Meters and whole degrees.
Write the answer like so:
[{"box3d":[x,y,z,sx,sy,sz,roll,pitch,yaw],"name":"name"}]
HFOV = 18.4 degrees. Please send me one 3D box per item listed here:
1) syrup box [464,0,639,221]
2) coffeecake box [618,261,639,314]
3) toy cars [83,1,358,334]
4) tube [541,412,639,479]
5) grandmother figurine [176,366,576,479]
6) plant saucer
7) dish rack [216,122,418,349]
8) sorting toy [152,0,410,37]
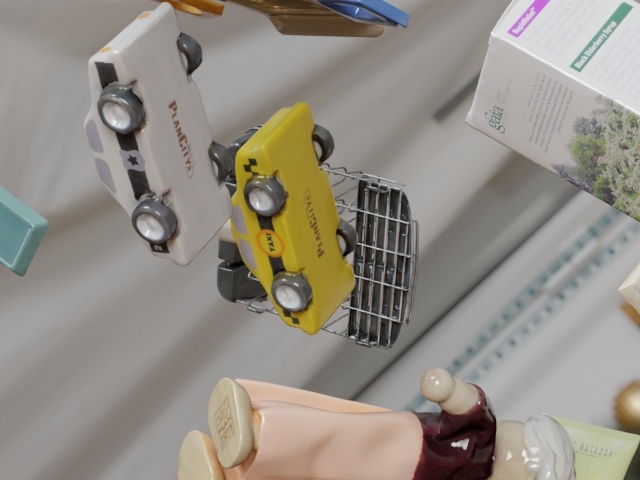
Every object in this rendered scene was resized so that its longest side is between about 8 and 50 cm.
[{"box3d":[0.222,-0.076,1.290,0.237,0.096,0.093,31,-36,15],"name":"syrup box"},{"box3d":[0.419,0.006,2.056,0.068,0.142,0.185,48,-33,-6],"name":"coffeecake box"},{"box3d":[-0.087,-0.049,1.570,0.087,0.176,0.394,3,-15,30],"name":"toy cars"},{"box3d":[0.209,0.273,1.757,0.070,0.240,0.062,28,-21,-21],"name":"tube"},{"box3d":[0.067,0.174,1.635,0.342,0.208,0.104,8,53,-27],"name":"grandmother figurine"},{"box3d":[-0.353,-0.043,1.937,0.192,0.067,0.018,36,24,16],"name":"plant saucer"},{"box3d":[0.000,0.000,2.164,0.271,0.208,0.074,16,23,34],"name":"dish rack"},{"box3d":[-0.064,-0.222,1.628,0.196,0.047,0.348,20,-5,-32],"name":"sorting toy"}]
